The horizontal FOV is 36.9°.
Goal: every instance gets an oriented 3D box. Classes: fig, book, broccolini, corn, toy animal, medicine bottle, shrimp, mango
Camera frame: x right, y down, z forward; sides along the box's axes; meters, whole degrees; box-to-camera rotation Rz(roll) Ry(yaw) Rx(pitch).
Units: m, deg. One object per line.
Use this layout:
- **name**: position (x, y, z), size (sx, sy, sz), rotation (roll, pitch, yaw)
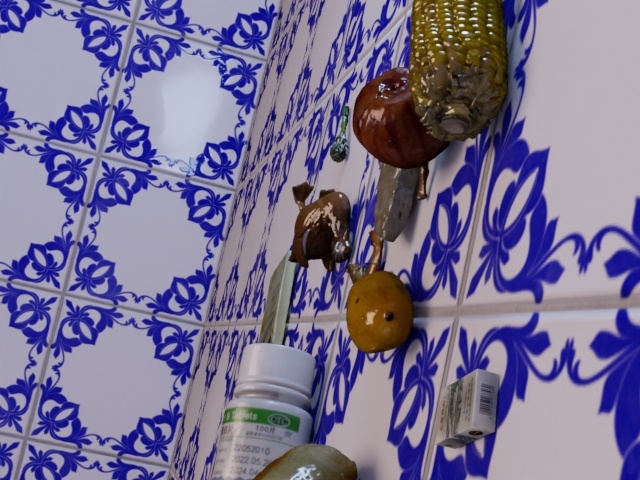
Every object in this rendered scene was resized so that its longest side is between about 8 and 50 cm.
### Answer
- **fig**: position (0.109, -0.132, 1.123), size (0.128, 0.150, 0.128), rotation (-42, 2, 2)
- **book**: position (-0.098, 0.184, 1.936), size (0.201, 0.026, 0.289), rotation (125, 156, -65)
- **broccolini**: position (0.035, -0.195, 1.730), size (0.030, 0.035, 0.140), rotation (122, 161, -47)
- **corn**: position (0.148, -0.235, 1.042), size (0.115, 0.115, 0.318), rotation (117, 163, -48)
- **toy animal**: position (0.000, 0.000, 1.561), size (0.188, 0.089, 0.179), rotation (-61, 33, 36)
- **medicine bottle**: position (-0.081, 0.283, 1.444), size (0.139, 0.139, 0.237), rotation (130, 152, -66)
- **shrimp**: position (0.062, 0.030, 1.342), size (0.127, 0.025, 0.091), rotation (-164, 88, -75)
- **mango**: position (0.067, 0.084, 1.133), size (0.190, 0.075, 0.098), rotation (-169, 99, -85)

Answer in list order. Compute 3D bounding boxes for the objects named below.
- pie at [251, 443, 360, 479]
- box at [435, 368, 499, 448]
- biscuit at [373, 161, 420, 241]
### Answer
- **pie**: position (-0.084, 0.357, 1.111), size (0.315, 0.092, 0.315), rotation (-46, -13, -14)
- **box**: position (0.130, 0.151, 0.857), size (0.083, 0.024, 0.054), rotation (126, 154, -63)
- **biscuit**: position (0.111, -0.131, 1.261), size (0.141, 0.038, 0.289), rotation (157, 128, -77)
